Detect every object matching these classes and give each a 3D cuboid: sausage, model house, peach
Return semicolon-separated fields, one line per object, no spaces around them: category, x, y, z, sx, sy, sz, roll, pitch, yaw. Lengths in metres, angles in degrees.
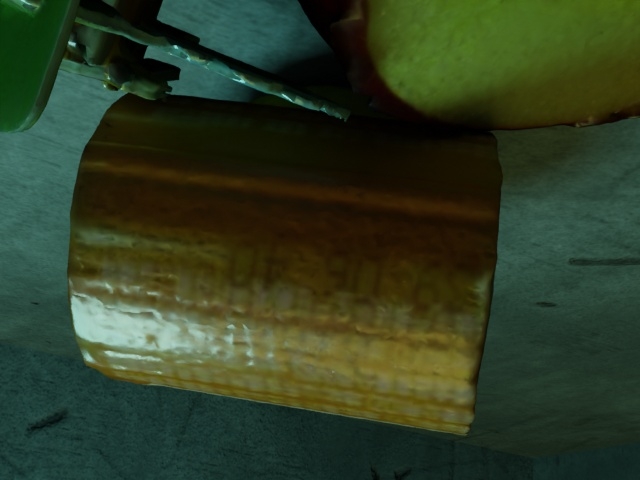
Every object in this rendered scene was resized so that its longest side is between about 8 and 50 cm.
sausage;-0.015;0.014;0.724;0.287;0.233;0.233;8;158;9
model house;-0.124;-0.201;0.610;0.357;0.243;0.312;27;-166;34
peach;0.142;-0.212;0.626;0.361;0.201;0.258;8;143;-24

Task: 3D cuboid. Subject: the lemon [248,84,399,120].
lemon;0.000;0.000;0.996;0.347;0.348;0.348;4;158;2
